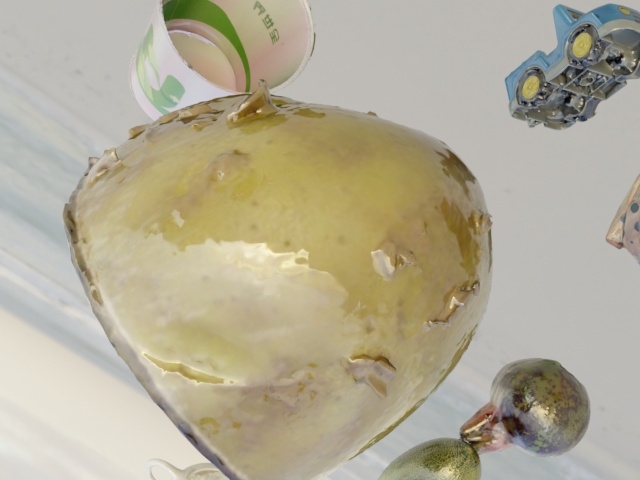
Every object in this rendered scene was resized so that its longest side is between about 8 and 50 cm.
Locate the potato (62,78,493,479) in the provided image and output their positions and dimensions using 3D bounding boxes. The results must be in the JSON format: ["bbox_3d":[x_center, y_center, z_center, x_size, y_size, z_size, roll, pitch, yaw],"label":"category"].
[{"bbox_3d":[0.000,0.000,1.017,0.385,0.319,0.442,56,-172,-5],"label":"potato"}]

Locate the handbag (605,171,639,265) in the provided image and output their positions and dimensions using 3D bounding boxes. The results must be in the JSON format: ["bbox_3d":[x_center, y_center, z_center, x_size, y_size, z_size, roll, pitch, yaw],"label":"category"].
[{"bbox_3d":[0.679,-0.008,1.952,0.251,0.193,0.190,39,170,-23],"label":"handbag"}]

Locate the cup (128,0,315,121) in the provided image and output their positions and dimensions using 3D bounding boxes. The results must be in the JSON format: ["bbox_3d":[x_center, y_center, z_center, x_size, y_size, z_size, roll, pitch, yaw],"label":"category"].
[{"bbox_3d":[-0.174,-0.304,1.645,0.253,0.253,0.274,35,154,-14],"label":"cup"}]

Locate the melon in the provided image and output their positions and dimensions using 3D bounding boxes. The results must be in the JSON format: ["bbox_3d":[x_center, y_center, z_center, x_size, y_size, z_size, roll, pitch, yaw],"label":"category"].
[{"bbox_3d":[0.131,0.298,1.259,0.099,0.099,0.162,35,125,-16],"label":"melon"}]

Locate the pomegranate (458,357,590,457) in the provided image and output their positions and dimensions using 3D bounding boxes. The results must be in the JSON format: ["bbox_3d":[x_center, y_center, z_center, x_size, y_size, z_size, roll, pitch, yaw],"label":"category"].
[{"bbox_3d":[0.250,0.206,1.285,0.163,0.126,0.138,-1,-170,-9],"label":"pomegranate"}]

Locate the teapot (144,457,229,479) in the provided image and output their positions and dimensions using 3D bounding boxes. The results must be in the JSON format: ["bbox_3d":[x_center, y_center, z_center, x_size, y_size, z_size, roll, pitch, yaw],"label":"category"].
[{"bbox_3d":[-0.178,0.410,1.621,0.226,0.092,0.145,24,-151,6],"label":"teapot"}]

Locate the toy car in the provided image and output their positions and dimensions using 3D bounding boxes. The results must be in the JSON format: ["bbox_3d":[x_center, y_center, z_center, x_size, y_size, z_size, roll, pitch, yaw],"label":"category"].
[{"bbox_3d":[0.294,-0.208,1.184,0.097,0.100,0.191,10,149,-32],"label":"toy car"}]
